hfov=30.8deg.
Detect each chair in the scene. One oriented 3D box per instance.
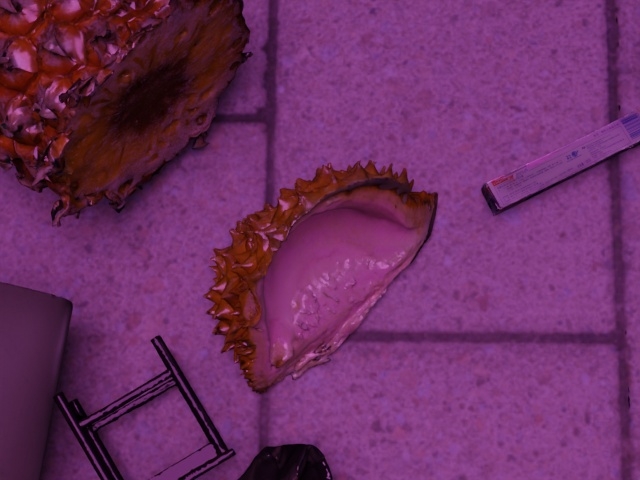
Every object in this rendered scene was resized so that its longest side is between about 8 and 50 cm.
[{"bbox_3d":[-0.158,0.249,1.221,0.141,0.154,0.260,-31,83,-9],"label":"chair"}]

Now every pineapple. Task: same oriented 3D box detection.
[{"bbox_3d":[-0.270,-0.216,1.232,0.300,0.352,0.352,34,84,11],"label":"pineapple"}]

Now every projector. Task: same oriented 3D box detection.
[{"bbox_3d":[-0.423,0.154,1.193,0.249,0.248,0.249,-1,76,44],"label":"projector"}]

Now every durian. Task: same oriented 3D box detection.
[{"bbox_3d":[-0.011,0.004,1.247,0.305,0.195,0.185,-38,72,-1],"label":"durian"}]

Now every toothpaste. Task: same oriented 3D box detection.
[{"bbox_3d":[0.277,-0.088,1.310,0.196,0.047,0.040,-26,81,0],"label":"toothpaste"}]

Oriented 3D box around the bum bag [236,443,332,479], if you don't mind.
[{"bbox_3d":[-0.013,0.381,1.214,0.144,0.095,0.340,-30,70,39],"label":"bum bag"}]
